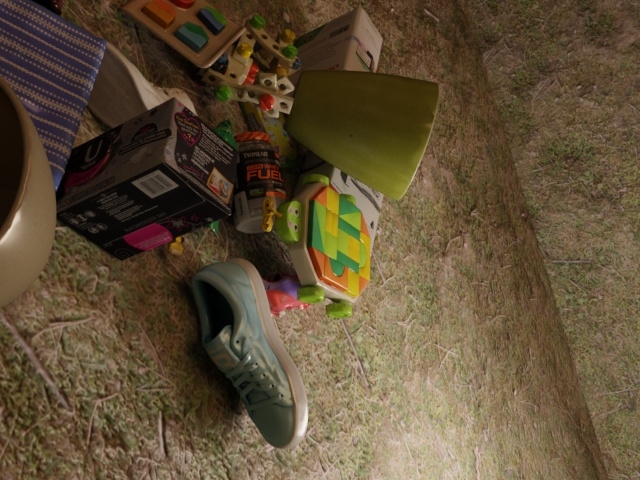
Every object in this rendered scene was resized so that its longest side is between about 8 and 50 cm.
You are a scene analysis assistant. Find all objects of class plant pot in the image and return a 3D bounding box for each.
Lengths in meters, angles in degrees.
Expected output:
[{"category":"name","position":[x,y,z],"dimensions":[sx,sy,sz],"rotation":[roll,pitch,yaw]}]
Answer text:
[{"category":"plant pot","position":[0.076,-0.263,1.958],"dimensions":[0.294,0.274,0.274],"rotation":[17,47,-6]}]

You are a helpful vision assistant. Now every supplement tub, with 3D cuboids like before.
[{"category":"supplement tub","position":[-0.134,-0.119,1.812],"dimensions":[0.117,0.117,0.190],"rotation":[12,63,-56]}]

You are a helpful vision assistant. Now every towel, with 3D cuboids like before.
[{"category":"towel","position":[-0.468,-0.249,1.340],"dimensions":[0.243,0.040,0.336],"rotation":[27,50,-27]}]

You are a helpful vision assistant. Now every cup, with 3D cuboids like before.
[{"category":"cup","position":[-0.459,-0.029,1.076],"dimensions":[0.237,0.331,0.331],"rotation":[68,14,-68]}]

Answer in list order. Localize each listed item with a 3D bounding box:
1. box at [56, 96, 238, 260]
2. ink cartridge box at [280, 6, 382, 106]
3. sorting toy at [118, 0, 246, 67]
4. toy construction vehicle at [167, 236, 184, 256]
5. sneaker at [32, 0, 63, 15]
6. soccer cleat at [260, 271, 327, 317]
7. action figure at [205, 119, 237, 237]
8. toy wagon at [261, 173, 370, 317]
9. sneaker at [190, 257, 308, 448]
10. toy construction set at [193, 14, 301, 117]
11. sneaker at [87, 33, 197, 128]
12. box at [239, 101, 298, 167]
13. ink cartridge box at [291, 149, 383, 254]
[{"category":"box","position":[-0.281,-0.097,1.422],"dimensions":[0.163,0.247,0.142],"rotation":[41,39,-41]},{"category":"ink cartridge box","position":[0.028,-0.421,2.173],"dimensions":[0.117,0.201,0.278],"rotation":[49,36,-32]},{"category":"sorting toy","position":[-0.268,-0.445,1.758],"dimensions":[0.208,0.038,0.193],"rotation":[33,41,-3]},{"category":"toy construction vehicle","position":[-0.274,-0.024,1.581],"dimensions":[0.086,0.035,0.098],"rotation":[19,76,-42]},{"category":"sneaker","position":[-0.446,-0.461,1.536],"dimensions":[0.281,0.106,0.162],"rotation":[-10,86,-49]},{"category":"soccer cleat","position":[-0.056,0.101,1.852],"dimensions":[0.248,0.083,0.095],"rotation":[-15,81,-58]},{"category":"action figure","position":[-0.213,-0.135,1.699],"dimensions":[0.137,0.063,0.232],"rotation":[43,55,-42]},{"category":"toy wagon","position":[0.000,0.000,1.803],"dimensions":[0.344,0.068,0.267],"rotation":[32,54,-54]},{"category":"sneaker","position":[-0.148,0.213,1.596],"dimensions":[0.150,0.135,0.365],"rotation":[-8,71,-52]},{"category":"toy construction set","position":[-0.142,-0.362,1.880],"dimensions":[0.215,0.151,0.327],"rotation":[31,28,-18]},{"category":"sneaker","position":[-0.330,-0.261,1.610],"dimensions":[0.292,0.108,0.169],"rotation":[54,19,-20]},{"category":"box","position":[-0.113,-0.248,1.999],"dimensions":[0.105,0.043,0.179],"rotation":[-24,91,-60]},{"category":"ink cartridge box","position":[0.044,-0.101,2.097],"dimensions":[0.197,0.114,0.273],"rotation":[50,35,-30]}]
